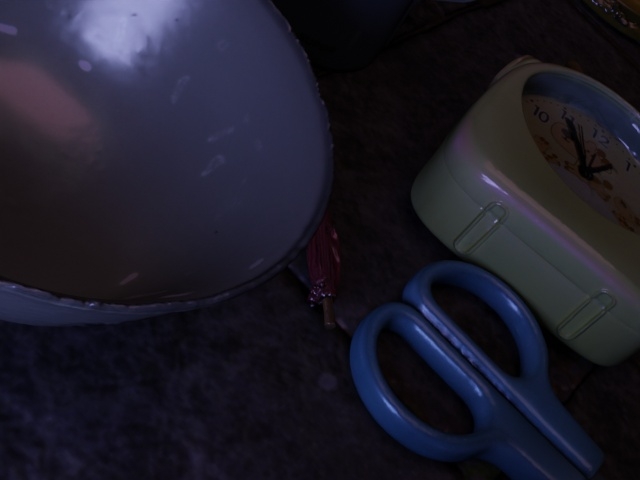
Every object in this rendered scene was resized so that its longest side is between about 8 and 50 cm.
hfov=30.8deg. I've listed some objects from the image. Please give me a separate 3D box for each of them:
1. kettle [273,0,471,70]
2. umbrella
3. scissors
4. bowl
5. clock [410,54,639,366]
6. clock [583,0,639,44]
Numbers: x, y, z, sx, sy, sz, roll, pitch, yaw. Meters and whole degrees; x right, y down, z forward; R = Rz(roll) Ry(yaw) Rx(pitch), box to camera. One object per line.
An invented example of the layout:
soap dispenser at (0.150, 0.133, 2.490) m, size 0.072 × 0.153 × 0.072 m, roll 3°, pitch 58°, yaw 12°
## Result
kettle at (0.071, -0.269, 0.977) m, size 0.211 × 0.243 × 0.160 m, roll 25°, pitch 42°, yaw -20°
umbrella at (0.000, 0.000, 0.845) m, size 0.025 × 0.027 × 0.165 m, roll 68°, pitch 13°, yaw -46°
scissors at (0.207, 0.198, 0.823) m, size 0.447 × 0.029 × 0.192 m, roll 46°, pitch 41°, yaw 7°
bowl at (-0.171, -0.064, 0.667) m, size 0.337 × 0.157 × 0.337 m, roll 21°, pitch 45°, yaw -22°
clock at (0.225, -0.052, 1.014) m, size 0.235 × 0.096 × 0.308 m, roll 39°, pitch 40°, yaw 0°
clock at (0.380, -0.332, 1.422) m, size 0.237 × 0.057 × 0.237 m, roll 21°, pitch 45°, yaw -22°
